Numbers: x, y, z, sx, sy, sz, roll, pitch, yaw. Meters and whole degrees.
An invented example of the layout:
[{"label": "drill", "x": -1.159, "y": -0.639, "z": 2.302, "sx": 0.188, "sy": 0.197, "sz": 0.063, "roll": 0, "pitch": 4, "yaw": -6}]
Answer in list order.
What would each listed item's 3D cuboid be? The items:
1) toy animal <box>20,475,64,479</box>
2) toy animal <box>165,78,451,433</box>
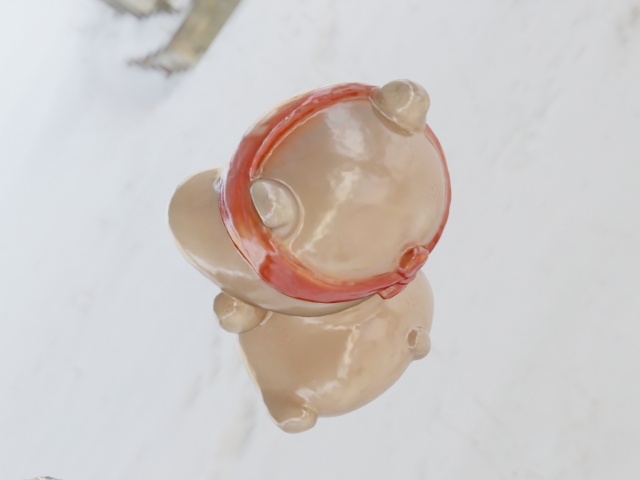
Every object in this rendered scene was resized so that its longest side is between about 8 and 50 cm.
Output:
[{"label": "toy animal", "x": -0.222, "y": 0.216, "z": 1.068, "sx": 0.195, "sy": 0.090, "sz": 0.324, "roll": -47, "pitch": -2, "yaw": -10}, {"label": "toy animal", "x": 0.000, "y": 0.000, "z": 1.072, "sx": 0.171, "sy": 0.171, "sz": 0.198, "roll": -77, "pitch": -13, "yaw": -49}]
